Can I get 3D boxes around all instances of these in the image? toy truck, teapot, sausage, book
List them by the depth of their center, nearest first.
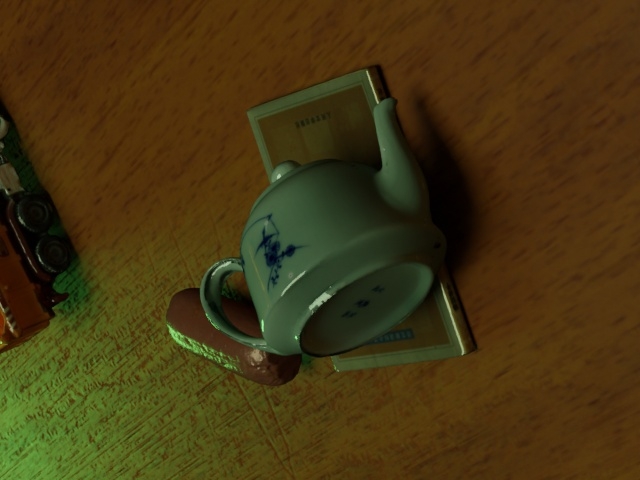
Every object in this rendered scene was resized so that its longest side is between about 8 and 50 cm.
[{"bbox_3d":[0.000,0.000,1.334,0.232,0.159,0.159,-42,73,21],"label":"teapot"},{"bbox_3d":[0.029,-0.012,1.422,0.170,0.018,0.242,-13,98,52],"label":"book"},{"bbox_3d":[-0.081,0.086,1.567,0.154,0.062,0.062,20,123,44],"label":"sausage"},{"bbox_3d":[-0.360,-0.018,1.787,0.114,0.135,0.270,-31,84,53],"label":"toy truck"}]
